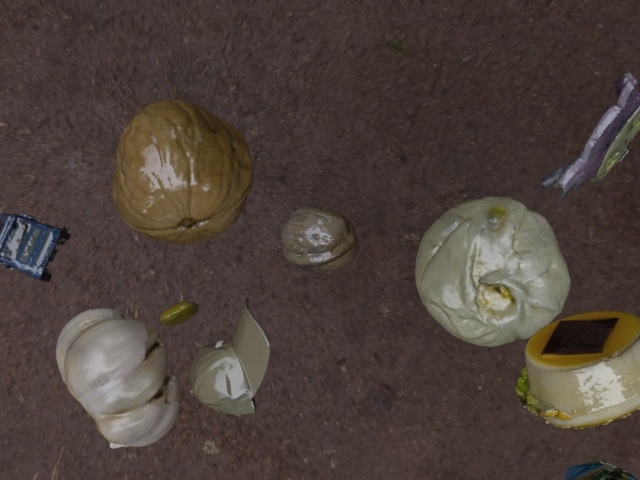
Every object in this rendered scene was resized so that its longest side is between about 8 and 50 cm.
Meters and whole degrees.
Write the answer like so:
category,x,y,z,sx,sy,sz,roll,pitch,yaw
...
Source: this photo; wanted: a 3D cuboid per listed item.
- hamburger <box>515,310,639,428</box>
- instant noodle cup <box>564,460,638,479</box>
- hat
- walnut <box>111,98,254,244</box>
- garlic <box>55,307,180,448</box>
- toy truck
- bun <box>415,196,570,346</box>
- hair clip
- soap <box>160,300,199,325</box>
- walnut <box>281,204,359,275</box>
category,x,y,z,sx,sy,sz,roll,pitch,yaw
hamburger,0.253,0.125,0.648,0.141,0.126,0.081,-16,103,22
instant noodle cup,0.574,0.587,1.409,0.178,0.240,0.240,-20,102,-43
hat,-0.168,0.195,1.181,0.144,0.166,0.173,-16,126,-14
walnut,-0.213,-0.106,1.045,0.228,0.228,0.228,-2,96,-14
garlic,-0.379,0.248,1.310,0.203,0.185,0.281,-35,75,-23
toy truck,-0.375,0.004,0.866,0.088,0.201,0.074,26,79,-20
bun,0.389,0.078,1.592,0.365,0.219,0.365,1,94,19
hair clip,0.370,-0.126,0.892,0.146,0.056,0.187,-6,141,-48
soap,-0.342,0.179,1.662,0.089,0.140,0.045,-25,85,-3
walnut,0.000,0.000,1.947,0.224,0.224,0.224,-2,96,-14
